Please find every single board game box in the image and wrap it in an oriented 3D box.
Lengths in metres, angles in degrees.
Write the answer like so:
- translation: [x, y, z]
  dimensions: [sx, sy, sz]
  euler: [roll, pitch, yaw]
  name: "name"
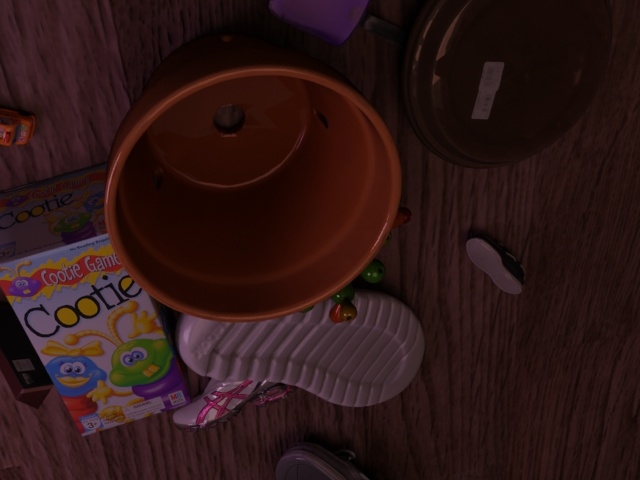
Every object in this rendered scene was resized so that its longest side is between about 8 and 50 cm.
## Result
- translation: [-0.260, 0.072, 1.029]
  dimensions: [0.144, 0.142, 0.275]
  euler: [-17, 128, -5]
  name: "board game box"

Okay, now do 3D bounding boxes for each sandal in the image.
- translation: [-0.014, 0.115, 1.164]
  dimensions: [0.416, 0.102, 0.169]
  euler: [19, 104, -43]
  name: "sandal"

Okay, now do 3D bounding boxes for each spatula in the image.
- translation: [0.085, -0.228, 0.983]
  dimensions: [0.297, 0.030, 0.084]
  euler: [19, 112, -31]
  name: "spatula"

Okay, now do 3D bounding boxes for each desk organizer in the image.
- translation: [-0.372, 0.140, 1.051]
  dimensions: [0.047, 0.130, 0.050]
  euler: [-1, 135, -53]
  name: "desk organizer"

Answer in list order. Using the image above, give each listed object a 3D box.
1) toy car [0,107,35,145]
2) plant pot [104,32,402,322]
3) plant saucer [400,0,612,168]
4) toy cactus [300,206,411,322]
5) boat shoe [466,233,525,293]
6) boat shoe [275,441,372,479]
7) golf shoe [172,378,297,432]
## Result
- translation: [-0.356, -0.091, 0.946]
  dimensions: [0.060, 0.040, 0.122]
  euler: [28, 113, -31]
  name: "toy car"
- translation: [-0.082, -0.087, 0.927]
  dimensions: [0.291, 0.203, 0.290]
  euler: [-8, 125, -11]
  name: "plant pot"
- translation: [0.225, -0.203, 1.015]
  dimensions: [0.278, 0.041, 0.277]
  euler: [-11, 124, -17]
  name: "plant saucer"
- translation: [0.000, 0.000, 1.063]
  dimensions: [0.181, 0.219, 0.112]
  euler: [31, 148, 12]
  name: "toy cactus"
- translation: [0.244, 0.025, 1.213]
  dimensions: [0.046, 0.038, 0.125]
  euler: [-10, 137, 47]
  name: "boat shoe"
- translation: [0.044, 0.408, 1.405]
  dimensions: [0.118, 0.103, 0.320]
  euler: [-27, 125, 28]
  name: "boat shoe"
- translation: [-0.127, 0.202, 1.224]
  dimensions: [0.186, 0.067, 0.085]
  euler: [-25, 97, 8]
  name: "golf shoe"
